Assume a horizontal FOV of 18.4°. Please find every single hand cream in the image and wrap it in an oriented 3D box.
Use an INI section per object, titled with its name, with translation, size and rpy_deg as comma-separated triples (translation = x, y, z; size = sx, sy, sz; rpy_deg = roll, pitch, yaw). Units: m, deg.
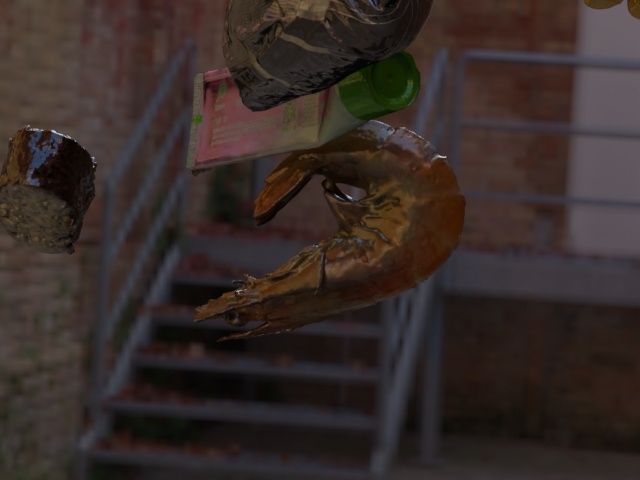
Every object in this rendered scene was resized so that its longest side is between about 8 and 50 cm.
[hand cream]
translation = -0.027, -0.105, 1.536
size = 0.050, 0.079, 0.275
rpy_deg = 40, -25, -26

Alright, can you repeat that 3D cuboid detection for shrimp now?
[shrimp]
translation = 0.000, 0.000, 1.602
size = 0.248, 0.150, 0.068
rpy_deg = -34, -1, 12

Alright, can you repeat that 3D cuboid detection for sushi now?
[sushi]
translation = -0.259, -0.049, 1.862
size = 0.090, 0.078, 0.150
rpy_deg = 19, -23, 3

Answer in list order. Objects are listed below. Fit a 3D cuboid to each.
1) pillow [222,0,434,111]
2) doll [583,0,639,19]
[pillow]
translation = 0.005, -0.172, 1.303
size = 0.092, 0.161, 0.335
rpy_deg = 24, -11, -14
[doll]
translation = 0.226, -0.326, 1.696
size = 0.145, 0.316, 0.103
rpy_deg = -5, -30, -10
